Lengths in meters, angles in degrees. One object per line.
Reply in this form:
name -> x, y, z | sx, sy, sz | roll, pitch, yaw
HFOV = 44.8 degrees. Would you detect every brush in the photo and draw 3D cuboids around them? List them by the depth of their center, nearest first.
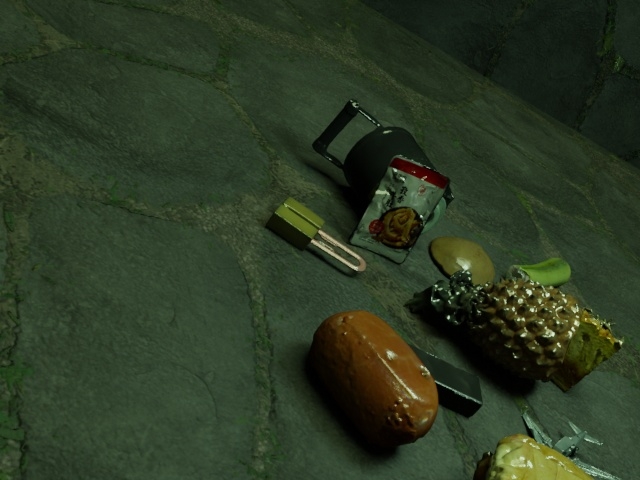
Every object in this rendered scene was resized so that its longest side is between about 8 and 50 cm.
brush -> 0.000, 0.000, 1.703 | 0.233, 0.047, 0.103 | 35, 30, 0

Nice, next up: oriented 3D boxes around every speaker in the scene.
speaker -> 0.211, 0.265, 1.519 | 0.218, 0.044, 0.082 | 26, 31, -12

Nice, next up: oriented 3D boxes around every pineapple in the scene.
pineapple -> 0.369, 0.161, 1.695 | 0.357, 0.222, 0.223 | 21, 27, 14
pineapple -> 0.598, 0.257, 1.802 | 0.114, 0.236, 0.186 | 42, 69, 16

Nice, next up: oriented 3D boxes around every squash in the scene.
squash -> 0.603, 0.094, 2.122 | 0.250, 0.083, 0.083 | -5, 47, -43

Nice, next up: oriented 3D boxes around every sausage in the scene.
sausage -> 0.089, 0.235, 1.348 | 0.153, 0.141, 0.268 | -6, 48, -49

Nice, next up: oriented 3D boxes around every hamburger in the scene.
hamburger -> 0.334, 0.436, 1.272 | 0.209, 0.162, 0.330 | 44, 33, 23

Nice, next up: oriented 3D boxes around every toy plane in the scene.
toy plane -> 0.477, 0.419, 1.539 | 0.226, 0.058, 0.226 | 34, 25, 35

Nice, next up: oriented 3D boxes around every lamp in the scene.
lamp -> 0.184, -0.141, 1.921 | 0.374, 0.205, 0.272 | 31, 24, -27

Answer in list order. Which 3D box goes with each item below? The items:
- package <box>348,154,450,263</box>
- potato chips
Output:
package -> 0.179, -0.069, 1.788 | 0.154, 0.239, 0.030 | 23, 15, -17
potato chips -> 0.376, 0.044, 1.988 | 0.208, 0.062, 0.195 | 4, 39, -38
